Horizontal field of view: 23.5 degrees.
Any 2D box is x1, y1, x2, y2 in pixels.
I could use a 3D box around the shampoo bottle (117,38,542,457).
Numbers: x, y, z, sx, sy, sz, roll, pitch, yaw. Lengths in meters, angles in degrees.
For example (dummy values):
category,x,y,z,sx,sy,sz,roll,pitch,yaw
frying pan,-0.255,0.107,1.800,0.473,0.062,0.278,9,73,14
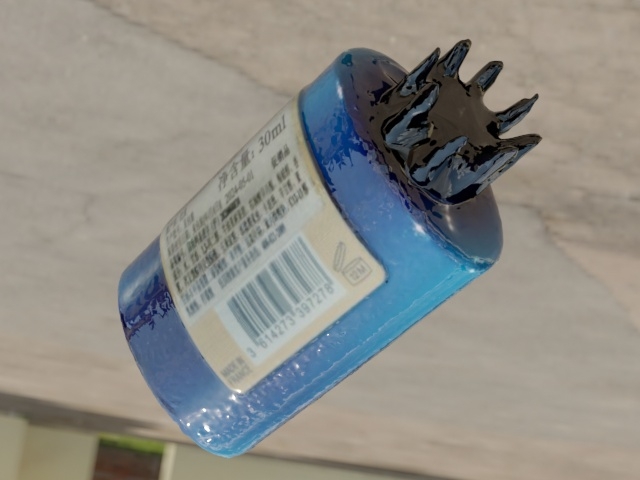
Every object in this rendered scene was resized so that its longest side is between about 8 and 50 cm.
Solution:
category,x,y,z,sx,sy,sz,roll,pitch,yaw
shampoo bottle,0.000,0.000,0.527,0.050,0.087,0.183,-15,160,-47
